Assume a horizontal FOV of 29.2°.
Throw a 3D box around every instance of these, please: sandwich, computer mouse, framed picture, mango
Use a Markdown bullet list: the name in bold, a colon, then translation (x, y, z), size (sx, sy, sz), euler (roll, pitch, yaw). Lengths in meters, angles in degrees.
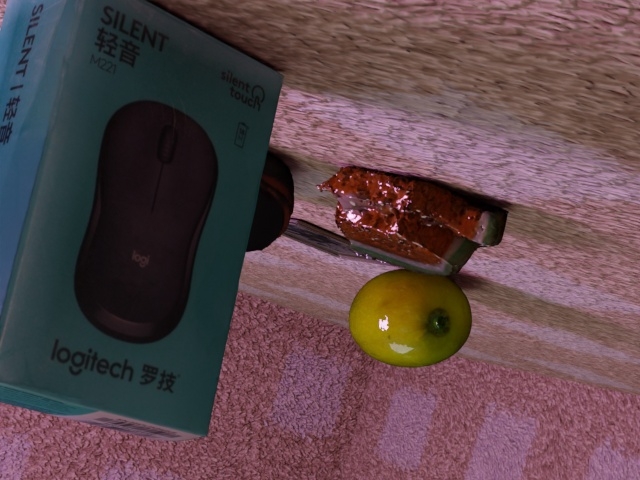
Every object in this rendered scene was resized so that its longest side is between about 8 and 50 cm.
- **sandwich**: translation (0.097, -0.014, 1.308), size (0.235, 0.079, 0.159), euler (12, 171, 41)
- **computer mouse**: translation (-0.128, -0.049, 1.463), size (0.183, 0.116, 0.323), euler (21, 173, -5)
- **framed picture**: translation (0.000, 0.000, 1.950), size (0.231, 0.010, 0.173), euler (22, 172, -36)
- **mango**: translation (0.143, 0.125, 1.970), size (0.192, 0.156, 0.343), euler (4, 176, 4)

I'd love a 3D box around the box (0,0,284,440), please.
- **box**: translation (-0.159, -0.021, 0.927), size (0.118, 0.311, 0.205), euler (-2, 161, 43)
